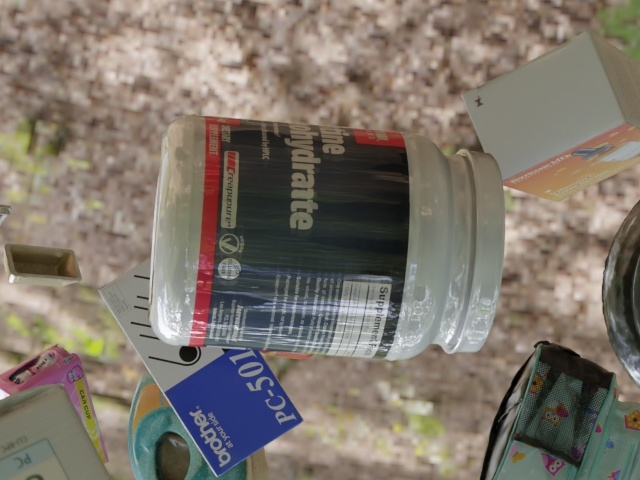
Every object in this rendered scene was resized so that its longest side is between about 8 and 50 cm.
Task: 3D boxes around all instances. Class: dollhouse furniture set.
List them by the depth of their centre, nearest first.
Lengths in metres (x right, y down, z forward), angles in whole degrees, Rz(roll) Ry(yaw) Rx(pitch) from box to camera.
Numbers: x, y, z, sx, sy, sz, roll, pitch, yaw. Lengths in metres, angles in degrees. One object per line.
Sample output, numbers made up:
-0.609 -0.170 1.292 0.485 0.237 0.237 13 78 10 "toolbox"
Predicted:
-0.241 -0.014 1.350 0.114 0.091 0.081 7 140 -37 "dollhouse furniture set"

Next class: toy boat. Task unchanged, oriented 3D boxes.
-0.138 0.203 2.050 0.148 0.267 0.318 18 116 -41 "toy boat"

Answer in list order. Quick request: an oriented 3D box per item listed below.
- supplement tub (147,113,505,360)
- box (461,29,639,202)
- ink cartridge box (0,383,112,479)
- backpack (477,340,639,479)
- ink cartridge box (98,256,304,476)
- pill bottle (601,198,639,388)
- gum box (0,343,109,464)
0.000 0.000 1.369 0.272 0.191 0.191 4 158 -7 "supplement tub"
0.226 -0.107 1.504 0.130 0.091 0.170 -26 165 23 "box"
-0.138 0.307 1.021 0.091 0.385 0.308 -25 170 -28 "ink cartridge box"
0.218 0.206 1.529 0.144 0.188 0.166 28 174 12 "backpack"
-0.111 0.108 1.560 0.097 0.207 0.046 -32 176 -5 "ink cartridge box"
0.192 0.025 0.771 0.123 0.123 0.219 3 179 12 "pill bottle"
-0.360 0.238 2.219 0.062 0.107 0.188 25 136 44 "gum box"
